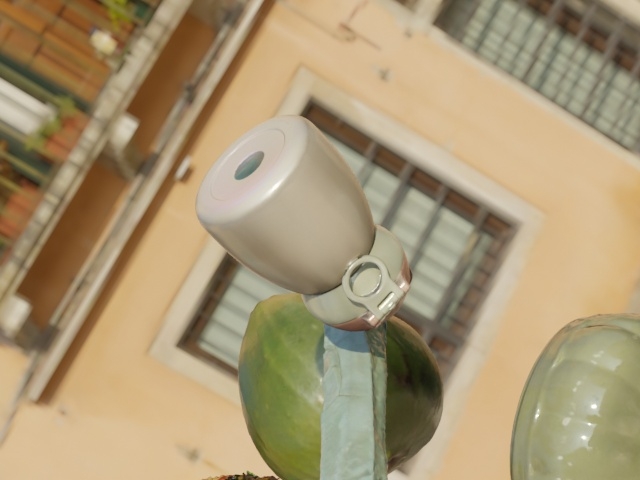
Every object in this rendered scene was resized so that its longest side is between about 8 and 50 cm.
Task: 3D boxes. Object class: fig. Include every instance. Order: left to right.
[{"bbox_3d":[0.014,0.206,2.147,0.316,0.316,0.316,-56,10,15],"label":"fig"}]

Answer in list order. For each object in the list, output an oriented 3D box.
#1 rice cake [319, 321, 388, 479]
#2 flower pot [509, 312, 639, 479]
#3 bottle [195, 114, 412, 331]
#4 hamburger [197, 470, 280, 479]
[{"bbox_3d":[0.036,0.163,1.561,0.066,0.063,0.336,-17,38,15],"label":"rice cake"},{"bbox_3d":[0.380,0.238,1.617,0.244,0.307,0.307,9,62,40],"label":"flower pot"},{"bbox_3d":[0.000,0.000,1.470,0.148,0.236,0.147,-31,31,22],"label":"bottle"},{"bbox_3d":[-0.124,0.350,1.796,0.087,0.166,0.137,12,97,40],"label":"hamburger"}]
